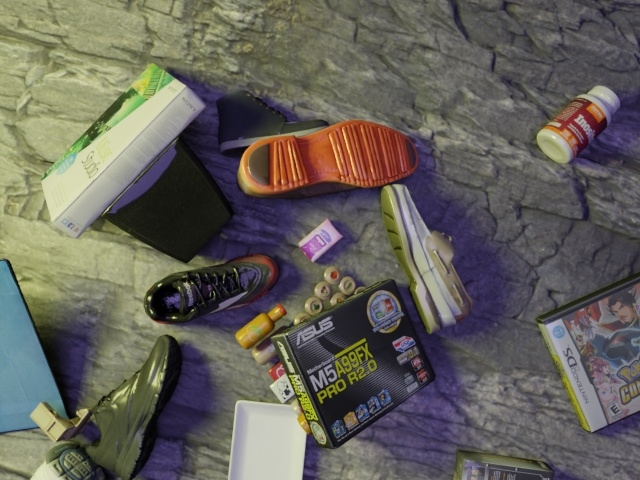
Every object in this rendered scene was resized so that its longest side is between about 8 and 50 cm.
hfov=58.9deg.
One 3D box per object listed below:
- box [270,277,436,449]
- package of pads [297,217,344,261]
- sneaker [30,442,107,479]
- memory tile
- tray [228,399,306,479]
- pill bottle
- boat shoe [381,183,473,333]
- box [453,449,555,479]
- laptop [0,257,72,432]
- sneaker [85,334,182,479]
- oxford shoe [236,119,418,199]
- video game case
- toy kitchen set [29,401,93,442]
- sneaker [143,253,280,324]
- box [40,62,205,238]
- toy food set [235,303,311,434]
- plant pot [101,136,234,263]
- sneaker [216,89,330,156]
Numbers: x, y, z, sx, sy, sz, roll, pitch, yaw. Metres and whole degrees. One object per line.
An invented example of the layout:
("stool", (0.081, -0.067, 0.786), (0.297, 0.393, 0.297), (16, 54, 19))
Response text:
("box", (0.069, 0.219, 1.048), (0.270, 0.060, 0.216), (-22, 89, -34))
("package of pads", (0.000, 0.000, 1.129), (0.083, 0.032, 0.050), (-40, 87, -2))
("sneaker", (-0.433, 0.528, 1.084), (0.129, 0.111, 0.297), (-44, 87, 15))
("memory tile", (0.027, 0.134, 1.106), (0.113, 0.012, 0.148), (37, 71, -14))
("tray", (-0.107, 0.453, 1.117), (0.145, 0.030, 0.270), (6, 88, -2))
("pill bottle", (0.512, -0.231, 1.120), (0.152, 0.086, 0.086), (-44, 90, -2))
("boat shoe", (0.205, 0.024, 1.101), (0.103, 0.113, 0.302), (-21, 100, -3))
("box", (0.348, 0.546, 1.113), (0.183, 0.056, 0.231), (8, 88, -1))
("laptop", (-0.704, 0.266, 0.934), (0.236, 0.408, 0.382), (10, 122, 27))
("sneaker", (-0.360, 0.309, 1.080), (0.130, 0.109, 0.286), (21, 86, 5))
("oxford shoe", (0.013, -0.148, 1.097), (0.363, 0.133, 0.130), (-6, 81, -20))
("video game case", (0.609, 0.217, 1.138), (0.275, 0.035, 0.248), (-23, 89, -2))
("toy kitchen set", (-0.486, 0.330, 1.087), (0.075, 0.083, 0.068), (39, 89, 12))
("sneaker", (-0.209, 0.094, 1.071), (0.276, 0.135, 0.098), (-16, 87, -3))
("box", (-0.371, -0.177, 1.035), (0.322, 0.232, 0.058), (-46, 129, -3))
("toy food set", (-0.048, 0.241, 1.078), (0.104, 0.111, 0.232), (-38, 74, -5))
("plant pot", (-0.264, -0.065, 1.056), (0.167, 0.188, 0.187), (44, 88, -13))
("sneaker", (-0.094, -0.241, 1.107), (0.222, 0.083, 0.118), (-8, 85, -4))
